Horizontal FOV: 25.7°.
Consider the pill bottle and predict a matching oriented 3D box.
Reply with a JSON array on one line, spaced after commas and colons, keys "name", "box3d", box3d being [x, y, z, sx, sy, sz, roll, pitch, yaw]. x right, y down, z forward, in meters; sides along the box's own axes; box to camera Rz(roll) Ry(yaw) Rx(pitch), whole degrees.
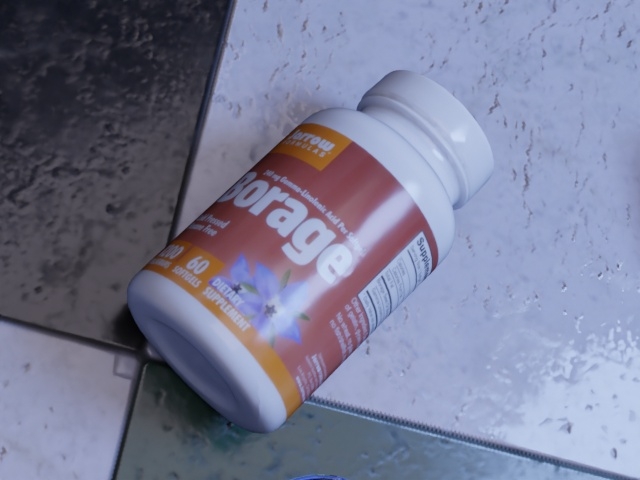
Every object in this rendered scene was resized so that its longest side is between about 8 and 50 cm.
[{"name": "pill bottle", "box3d": [0.000, 0.000, 0.829, 0.121, 0.121, 0.216, 45, 70, 0]}]

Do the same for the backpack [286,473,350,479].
[{"name": "backpack", "box3d": [-0.016, 0.221, 0.771, 0.158, 0.117, 0.173, 42, 71, -1]}]
